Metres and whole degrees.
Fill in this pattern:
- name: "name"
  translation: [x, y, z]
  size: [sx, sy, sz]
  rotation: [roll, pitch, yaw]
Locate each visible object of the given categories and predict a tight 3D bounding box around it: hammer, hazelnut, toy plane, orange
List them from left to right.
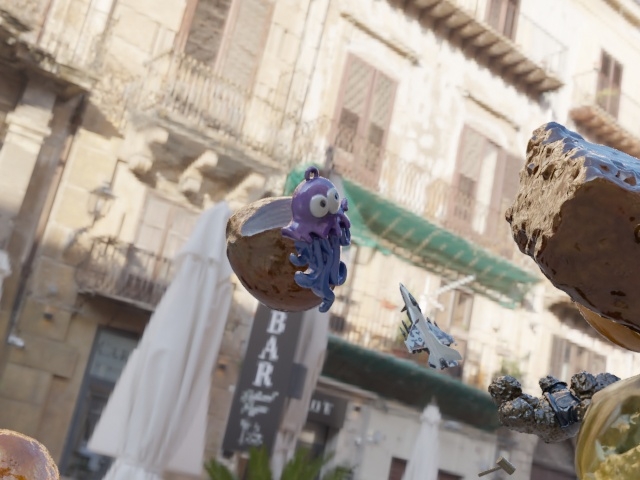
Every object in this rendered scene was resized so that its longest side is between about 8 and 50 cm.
- name: "orange"
  translation: [-0.629, 0.486, 1.662]
  size: [0.261, 0.261, 0.261]
  rotation: [11, -17, 3]
- name: "hazelnut"
  translation: [-0.058, 0.015, 1.498]
  size: [0.186, 0.210, 0.210]
  rotation: [-20, -23, 5]
- name: "toy plane"
  translation: [0.222, 0.199, 1.915]
  size: [0.160, 0.234, 0.082]
  rotation: [-2, -47, -42]
- name: "hammer"
  translation: [0.342, 0.455, 1.730]
  size: [0.035, 0.019, 0.110]
  rotation: [42, -35, 0]

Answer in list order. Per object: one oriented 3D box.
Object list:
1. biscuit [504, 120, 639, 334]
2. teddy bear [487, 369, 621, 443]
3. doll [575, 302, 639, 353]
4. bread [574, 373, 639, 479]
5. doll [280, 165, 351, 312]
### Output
- name: "biscuit"
  translation: [0.402, 0.008, 1.054]
  size: [0.342, 0.166, 0.395]
  rotation: [23, 16, 2]
- name: "teddy bear"
  translation: [0.422, 0.298, 1.562]
  size: [0.251, 0.129, 0.182]
  rotation: [-7, 23, -7]
- name: "doll"
  translation: [0.516, 0.056, 1.373]
  size: [0.213, 0.213, 0.236]
  rotation: [16, -62, -12]
- name: "bread"
  translation: [0.541, 0.310, 1.217]
  size: [0.395, 0.264, 0.239]
  rotation: [16, -47, -43]
- name: "doll"
  translation: [0.000, 0.000, 1.148]
  size: [0.067, 0.206, 0.110]
  rotation: [16, 33, 42]
